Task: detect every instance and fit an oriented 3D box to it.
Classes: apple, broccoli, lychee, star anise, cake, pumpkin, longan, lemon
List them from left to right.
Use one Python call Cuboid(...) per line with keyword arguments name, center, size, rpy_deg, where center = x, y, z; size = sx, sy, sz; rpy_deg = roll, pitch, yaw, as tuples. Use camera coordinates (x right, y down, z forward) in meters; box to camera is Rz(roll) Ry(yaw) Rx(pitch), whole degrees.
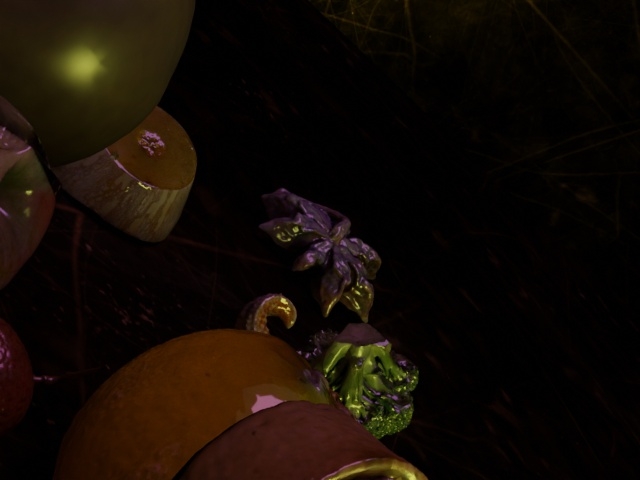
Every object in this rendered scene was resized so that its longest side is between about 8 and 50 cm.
Cuboid(name="apple", center=(-0.312, -0.043, 0.992), size=(0.188, 0.174, 0.207), rpy_deg=(20, 15, 12))
Cuboid(name="lychee", center=(-0.251, 0.103, 0.935), size=(0.114, 0.101, 0.140), rpy_deg=(13, -17, 28))
Cuboid(name="longan", center=(-0.294, -0.241, 1.169), size=(0.361, 0.361, 0.361), rpy_deg=(43, 18, -18))
Cuboid(name="pumpkin", center=(-0.221, -0.103, 1.463), size=(0.217, 0.110, 0.217), rpy_deg=(45, 22, -24))
Cuboid(name="lemon", center=(-0.074, 0.182, 1.003), size=(0.240, 0.219, 0.240), rpy_deg=(43, 14, -13))
Cuboid(name="star anise", center=(-0.001, 0.000, 1.804), size=(0.230, 0.081, 0.262), rpy_deg=(21, 33, -36))
Cuboid(name="cake", center=(0.003, 0.218, 0.789), size=(0.185, 0.208, 0.178), rpy_deg=(-26, 51, -30))
Cuboid(name="broccoli", center=(0.033, 0.162, 1.471), size=(0.162, 0.138, 0.146), rpy_deg=(6, 32, 0))

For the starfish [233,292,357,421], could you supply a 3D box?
Cuboid(name="starfish", center=(0.017, 0.199, 1.244), size=(0.303, 0.113, 0.312), rpy_deg=(44, -13, 11))
